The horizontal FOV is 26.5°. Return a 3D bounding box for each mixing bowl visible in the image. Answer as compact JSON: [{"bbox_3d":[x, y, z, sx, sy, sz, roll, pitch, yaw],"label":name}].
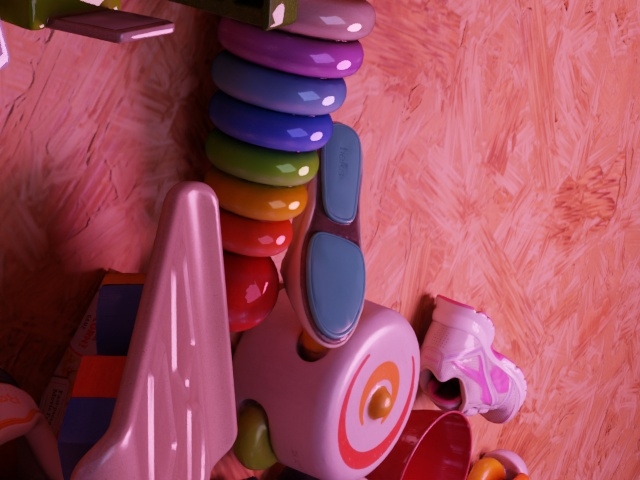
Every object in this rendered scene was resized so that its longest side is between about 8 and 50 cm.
[{"bbox_3d":[0.099,0.280,1.666,0.181,0.098,0.181,-30,129,-46],"label":"mixing bowl"}]

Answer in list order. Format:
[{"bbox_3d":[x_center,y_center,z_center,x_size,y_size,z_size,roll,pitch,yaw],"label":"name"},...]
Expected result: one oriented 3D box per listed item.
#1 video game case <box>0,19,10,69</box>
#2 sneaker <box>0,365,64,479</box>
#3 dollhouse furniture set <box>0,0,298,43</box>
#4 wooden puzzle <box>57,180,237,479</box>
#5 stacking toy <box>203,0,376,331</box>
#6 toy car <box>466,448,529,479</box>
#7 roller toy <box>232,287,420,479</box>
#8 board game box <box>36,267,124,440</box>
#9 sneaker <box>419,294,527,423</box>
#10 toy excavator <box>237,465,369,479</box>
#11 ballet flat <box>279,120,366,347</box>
[{"bbox_3d":[-0.340,-0.189,0.819,0.300,0.036,0.329,-42,138,-39],"label":"video game case"},{"bbox_3d":[-0.256,0.245,1.065,0.126,0.127,0.321,-24,125,-31],"label":"sneaker"},{"bbox_3d":[-0.124,-0.305,0.979,0.197,0.151,0.301,-23,124,-50],"label":"dollhouse furniture set"},{"bbox_3d":[-0.142,0.170,1.094,0.348,0.080,0.322,-78,168,-54],"label":"wooden puzzle"},{"bbox_3d":[-0.052,-0.069,1.237,0.141,0.141,0.330,-11,118,-55],"label":"stacking toy"},{"bbox_3d":[0.262,0.400,1.938,0.159,0.136,0.182,-36,134,-43],"label":"toy car"},{"bbox_3d":[0.011,0.147,1.419,0.191,0.146,0.209,10,96,-58],"label":"roller toy"},{"bbox_3d":[-0.181,0.142,1.218,0.193,0.045,0.147,-64,147,-12],"label":"board game box"},{"bbox_3d":[0.182,0.177,1.753,0.111,0.103,0.252,-55,138,-18],"label":"sneaker"},{"bbox_3d":[0.008,0.463,1.559,0.433,0.222,0.445,-13,129,-52],"label":"toy excavator"},{"bbox_3d":[0.000,0.000,1.331,0.086,0.086,0.248,55,35,-52],"label":"ballet flat"}]
